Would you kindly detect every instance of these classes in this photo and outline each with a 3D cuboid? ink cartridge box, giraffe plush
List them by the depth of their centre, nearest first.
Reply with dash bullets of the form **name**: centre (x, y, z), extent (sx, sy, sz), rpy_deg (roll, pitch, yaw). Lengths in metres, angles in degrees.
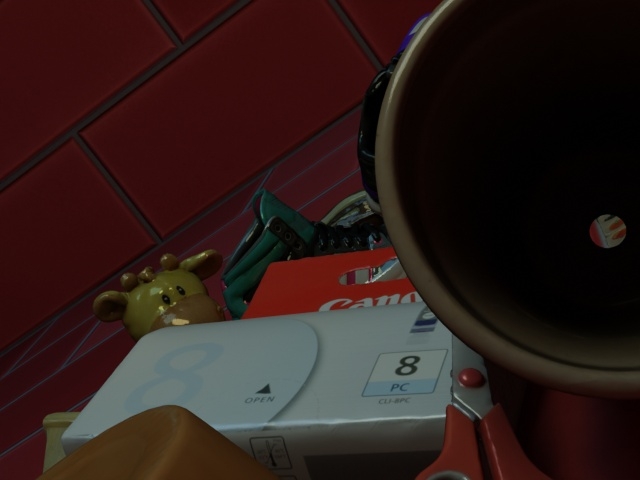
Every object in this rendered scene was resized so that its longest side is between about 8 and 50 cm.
- **ink cartridge box**: centre (0.017, 0.068, 0.872), extent (0.308, 0.091, 0.385), rpy_deg (-8, 27, 24)
- **giraffe plush**: centre (-0.133, 0.103, 1.074), extent (0.210, 0.170, 0.181), rpy_deg (12, 36, 27)

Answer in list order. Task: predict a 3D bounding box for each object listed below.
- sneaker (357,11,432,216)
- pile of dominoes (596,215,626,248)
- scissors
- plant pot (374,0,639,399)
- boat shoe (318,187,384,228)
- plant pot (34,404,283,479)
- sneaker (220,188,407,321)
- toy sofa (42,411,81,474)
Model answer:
- **sneaker**: centre (0.116, -0.185, 1.324), extent (0.102, 0.146, 0.293), rpy_deg (7, 65, 23)
- **pile of dominoes**: centre (0.194, 0.004, 1.011), extent (0.196, 0.040, 0.251), rpy_deg (-34, 11, 15)
- **scissors**: centre (0.082, 0.097, 0.637), extent (0.109, 0.021, 0.297), rpy_deg (-8, 39, -8)
- **plant pot**: centre (0.185, -0.026, 0.670), extent (0.263, 0.263, 0.229), rpy_deg (-36, -19, 6)
- **boat shoe**: centre (0.030, 0.015, 1.396), extent (0.257, 0.095, 0.095), rpy_deg (-28, 43, 21)
- **plant pot**: centre (-0.086, 0.224, 0.553), extent (0.291, 0.203, 0.291), rpy_deg (-35, 11, 8)
- **sneaker**: centre (0.000, 0.000, 1.254), extent (0.295, 0.178, 0.124), rpy_deg (-37, 12, -8)
- **toy sofa**: centre (-0.209, 0.301, 0.838), extent (0.150, 0.177, 0.362), rpy_deg (-5, 23, 20)
